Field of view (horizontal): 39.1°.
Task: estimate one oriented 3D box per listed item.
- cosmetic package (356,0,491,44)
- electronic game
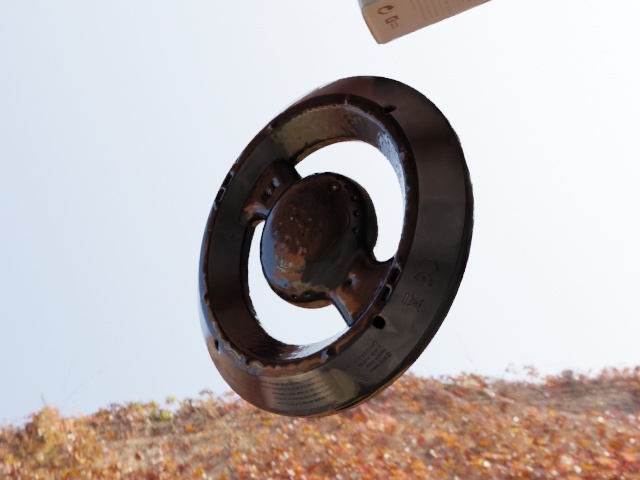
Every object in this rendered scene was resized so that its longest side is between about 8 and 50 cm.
[{"bbox_3d":[0.125,-0.240,0.631,0.231,0.085,0.117,-18,-102,11],"label":"cosmetic package"},{"bbox_3d":[0.000,0.000,0.585,0.048,0.229,0.229,25,-90,-44],"label":"electronic game"}]
